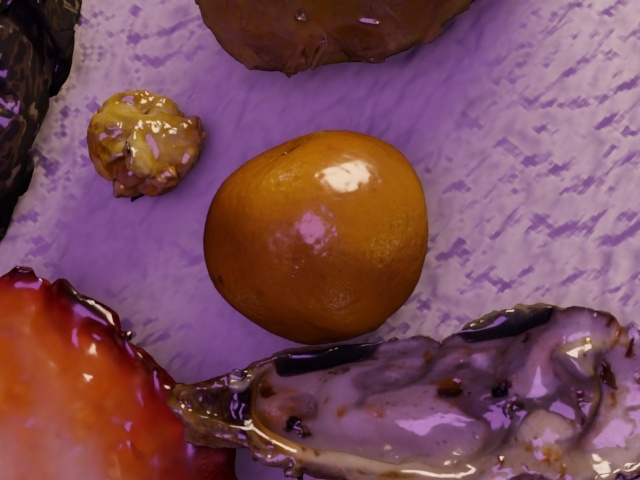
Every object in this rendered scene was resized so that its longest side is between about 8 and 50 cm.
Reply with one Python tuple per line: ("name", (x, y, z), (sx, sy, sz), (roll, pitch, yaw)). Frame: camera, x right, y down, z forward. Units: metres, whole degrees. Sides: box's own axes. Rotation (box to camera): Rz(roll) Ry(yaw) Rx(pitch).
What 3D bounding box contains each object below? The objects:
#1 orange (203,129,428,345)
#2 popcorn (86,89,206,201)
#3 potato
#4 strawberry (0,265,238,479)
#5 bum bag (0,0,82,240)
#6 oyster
("orange", (0.000, 0.000, 1.250), (0.159, 0.159, 0.136), (-22, 105, 9))
("popcorn", (-0.128, -0.059, 1.331), (0.084, 0.084, 0.084), (-1, 86, 11))
("potato", (0.042, -0.230, 1.265), (0.296, 0.141, 0.192), (-42, 77, 8))
("strawberry", (-0.181, 0.190, 1.277), (0.265, 0.149, 0.336), (-18, 68, -4))
("bum bag", (-0.231, -0.092, 1.327), (0.069, 0.102, 0.248), (24, 91, 10))
("oyster", (0.069, 0.105, 1.237), (0.345, 0.078, 0.129), (-2, 102, -8))
